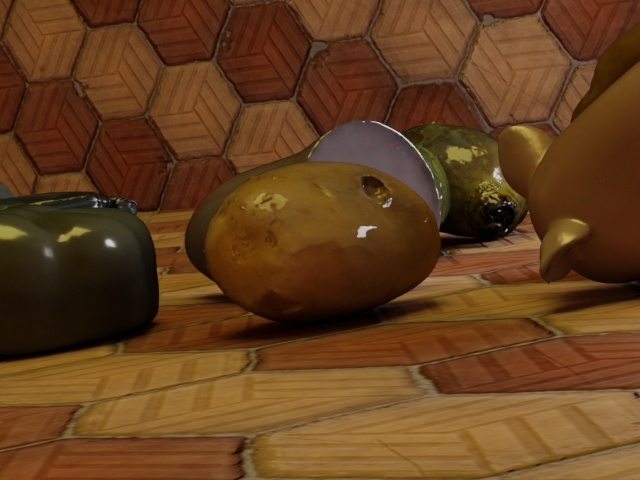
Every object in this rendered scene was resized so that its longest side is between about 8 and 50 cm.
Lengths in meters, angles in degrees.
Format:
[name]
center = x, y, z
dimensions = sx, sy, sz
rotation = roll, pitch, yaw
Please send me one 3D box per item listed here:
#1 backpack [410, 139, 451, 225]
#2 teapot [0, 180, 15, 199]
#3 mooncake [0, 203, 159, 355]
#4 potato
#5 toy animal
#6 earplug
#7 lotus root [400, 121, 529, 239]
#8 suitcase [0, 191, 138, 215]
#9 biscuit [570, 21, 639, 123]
[backpack]
center = 0.029, -0.034, 2.053
dimensions = 0.253, 0.140, 0.207
rotation = -13, 4, 8
[teapot]
center = -0.429, 0.005, 2.191
dimensions = 0.203, 0.171, 0.225
rotation = 25, -4, -2
[mooncake]
center = -0.283, 0.034, 1.633
dimensions = 0.275, 0.135, 0.275
rotation = -3, 5, 0
[potato]
center = 0.000, 0.000, 1.547
dimensions = 0.234, 0.150, 0.146
rotation = -5, -20, -47
[toy animal]
center = 0.309, -0.061, 1.498
dimensions = 0.256, 0.213, 0.195
rotation = -44, 30, 18
[earplug]
center = -0.038, -0.016, 1.799
dimensions = 0.172, 0.172, 0.301
rotation = -10, 0, -37
[lotus root]
center = 0.179, -0.069, 2.227
dimensions = 0.173, 0.173, 0.309
rotation = -8, 10, -19
[suitcase]
center = -0.369, 0.021, 1.930
dimensions = 0.312, 0.128, 0.202
rotation = -9, 5, -27
[biscuit]
center = 0.376, -0.112, 1.641
dimensions = 0.296, 0.296, 0.102
rotation = -7, 44, -2
